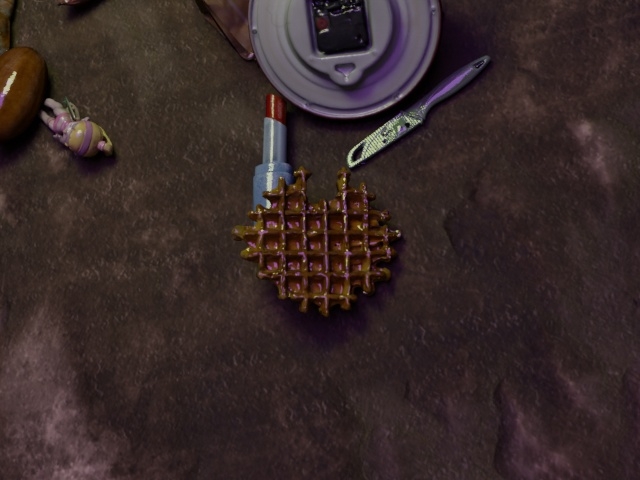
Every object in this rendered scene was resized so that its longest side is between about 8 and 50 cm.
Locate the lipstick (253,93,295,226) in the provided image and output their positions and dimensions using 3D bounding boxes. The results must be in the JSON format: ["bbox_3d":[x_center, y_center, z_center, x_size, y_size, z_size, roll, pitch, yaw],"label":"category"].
[{"bbox_3d":[-0.075,-0.115,1.647,0.068,0.061,0.274,-6,68,17],"label":"lipstick"}]

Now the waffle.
[{"bbox_3d":[0.000,0.000,1.555,0.228,0.051,0.231,-41,82,-18],"label":"waffle"}]

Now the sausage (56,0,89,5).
[{"bbox_3d":[-0.334,-0.586,1.892,0.433,0.088,0.088,-42,65,-4],"label":"sausage"}]

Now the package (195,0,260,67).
[{"bbox_3d":[-0.052,-0.458,1.721,0.311,0.221,0.165,-42,86,-3],"label":"package"}]

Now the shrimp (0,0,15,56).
[{"bbox_3d":[-0.660,-0.390,1.923,0.169,0.058,0.296,-13,63,18],"label":"shrimp"}]

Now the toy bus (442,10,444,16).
[{"bbox_3d":[0.125,-0.420,1.695,0.079,0.092,0.160,-41,65,-4],"label":"toy bus"}]

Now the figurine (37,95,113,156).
[{"bbox_3d":[-0.435,-0.200,1.784,0.187,0.083,0.083,32,80,38],"label":"figurine"}]

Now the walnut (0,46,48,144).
[{"bbox_3d":[-0.556,-0.255,1.809,0.115,0.116,0.207,9,70,18],"label":"walnut"}]

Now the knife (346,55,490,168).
[{"bbox_3d":[0.161,-0.209,1.643,0.293,0.020,0.043,-35,66,0],"label":"knife"}]

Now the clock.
[{"bbox_3d":[0.037,-0.349,1.611,0.318,0.080,0.319,3,106,10],"label":"clock"}]
